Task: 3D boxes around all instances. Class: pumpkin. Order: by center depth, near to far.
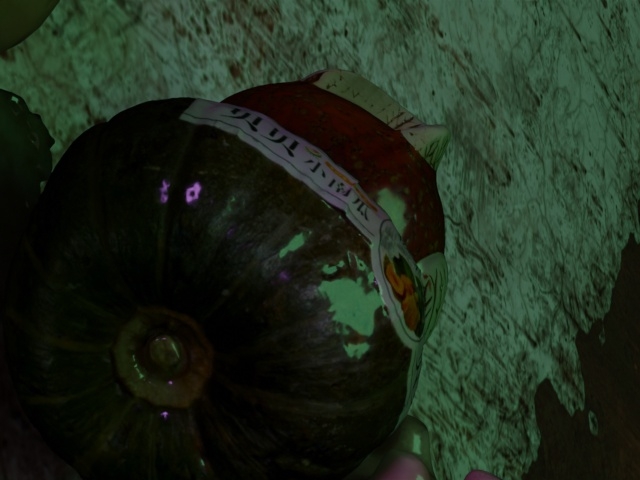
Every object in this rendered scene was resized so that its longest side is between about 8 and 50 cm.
[{"bbox_3d":[-0.068,0.043,0.987,0.189,0.260,0.260,-60,137,-70],"label":"pumpkin"}]

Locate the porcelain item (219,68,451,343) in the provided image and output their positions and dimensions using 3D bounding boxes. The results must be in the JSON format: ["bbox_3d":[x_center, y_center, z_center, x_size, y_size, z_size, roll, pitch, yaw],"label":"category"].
[{"bbox_3d":[0.000,0.000,1.178,0.253,0.253,0.253,23,64,-59],"label":"porcelain item"}]

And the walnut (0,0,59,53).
[{"bbox_3d":[-0.270,-0.207,0.652,0.383,0.383,0.384,23,64,-59],"label":"walnut"}]

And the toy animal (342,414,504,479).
[{"bbox_3d":[0.011,0.245,1.092,0.237,0.326,0.269,22,90,-17],"label":"toy animal"}]

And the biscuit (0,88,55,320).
[{"bbox_3d":[-0.241,0.006,0.943,0.187,0.036,0.274,52,40,-47],"label":"biscuit"}]
